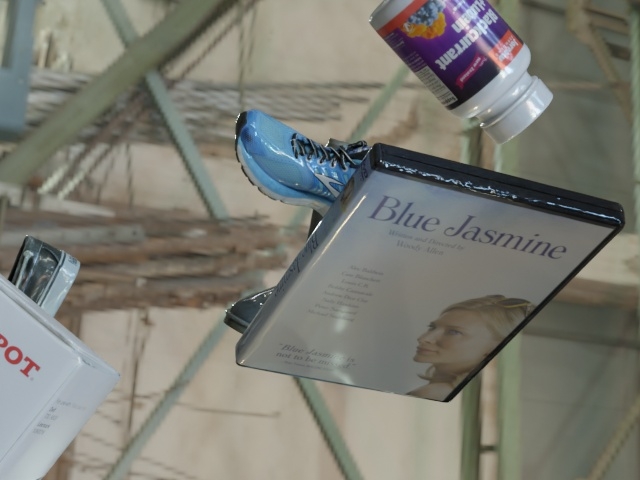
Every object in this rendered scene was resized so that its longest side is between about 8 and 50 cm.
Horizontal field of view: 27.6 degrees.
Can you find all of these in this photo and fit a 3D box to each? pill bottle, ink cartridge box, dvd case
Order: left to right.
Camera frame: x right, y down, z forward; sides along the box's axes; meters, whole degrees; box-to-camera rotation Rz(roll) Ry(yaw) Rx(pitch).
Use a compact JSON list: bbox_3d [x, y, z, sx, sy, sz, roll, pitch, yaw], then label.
[{"bbox_3d":[-0.251,0.113,0.784,0.219,0.160,0.092,-51,166,-5],"label":"ink cartridge box"},{"bbox_3d":[0.067,0.034,0.902,0.253,0.180,0.022,125,-29,-47],"label":"dvd case"},{"bbox_3d":[0.152,-0.197,1.373,0.108,0.193,0.108,-42,-171,9],"label":"pill bottle"}]

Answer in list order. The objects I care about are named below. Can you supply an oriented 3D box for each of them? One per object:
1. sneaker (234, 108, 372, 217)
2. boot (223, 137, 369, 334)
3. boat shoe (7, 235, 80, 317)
[{"bbox_3d":[0.008,-0.059,0.976,0.073,0.162,0.063,-38,-144,38],"label":"sneaker"},{"bbox_3d":[-0.002,-0.001,1.333,0.076,0.190,0.208,30,-70,36],"label":"boot"},{"bbox_3d":[-0.330,0.100,1.342,0.219,0.070,0.078,-64,-159,-12],"label":"boat shoe"}]
